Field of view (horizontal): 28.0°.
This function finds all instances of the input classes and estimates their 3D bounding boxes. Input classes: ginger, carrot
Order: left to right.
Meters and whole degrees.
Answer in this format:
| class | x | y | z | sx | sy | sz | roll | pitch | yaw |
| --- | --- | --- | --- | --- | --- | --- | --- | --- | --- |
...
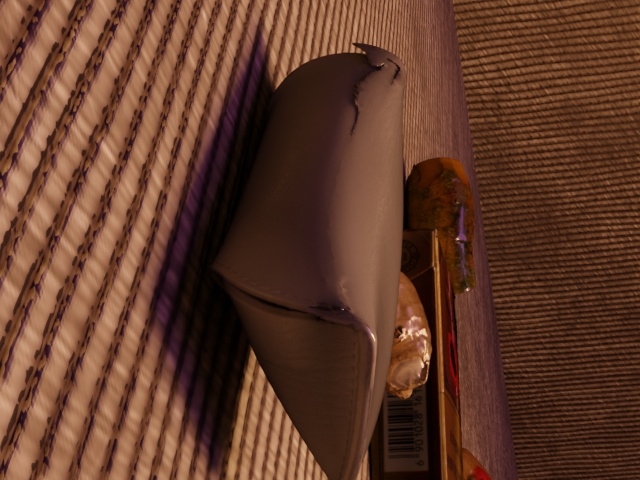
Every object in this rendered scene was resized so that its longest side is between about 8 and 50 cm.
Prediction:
| class | x | y | z | sx | sy | sz | roll | pitch | yaw |
| --- | --- | --- | --- | --- | --- | --- | --- | --- | --- |
| ginger | 0.034 | 0.033 | 0.918 | 0.096 | 0.067 | 0.165 | 68 | 6 | -58 |
| carrot | 0.137 | -0.008 | 1.460 | 0.082 | 0.082 | 0.173 | 51 | 34 | -72 |

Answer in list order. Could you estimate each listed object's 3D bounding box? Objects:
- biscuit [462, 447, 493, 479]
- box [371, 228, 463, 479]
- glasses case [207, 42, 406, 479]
| class | x | y | z | sx | sy | sz | roll | pitch | yaw |
| --- | --- | --- | --- | --- | --- | --- | --- | --- | --- |
| biscuit | 0.222 | 0.388 | 1.445 | 0.314 | 0.063 | 0.367 | 57 | 9 | -44 |
| box | 0.086 | 0.129 | 1.133 | 0.159 | 0.071 | 0.240 | 59 | 28 | -63 |
| glasses case | 0.001 | 0.002 | 0.694 | 0.308 | 0.083 | 0.128 | -77 | 165 | -61 |
